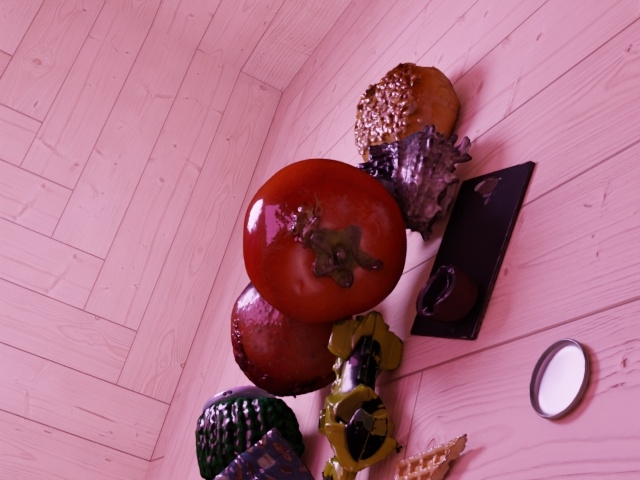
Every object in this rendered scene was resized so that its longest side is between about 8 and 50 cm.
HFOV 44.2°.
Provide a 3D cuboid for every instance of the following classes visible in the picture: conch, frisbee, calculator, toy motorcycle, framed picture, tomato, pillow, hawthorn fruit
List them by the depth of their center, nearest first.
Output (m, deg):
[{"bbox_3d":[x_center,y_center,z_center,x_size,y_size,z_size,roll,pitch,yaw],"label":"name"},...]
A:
[{"bbox_3d":[0.309,0.179,1.019,0.110,0.014,0.110,-55,19,29],"label":"frisbee"},{"bbox_3d":[0.264,0.022,1.409,0.324,0.013,0.244,-68,16,-11],"label":"framed picture"},{"bbox_3d":[0.065,0.290,1.426,0.206,0.142,0.342,-45,27,50],"label":"toy motorcycle"},{"bbox_3d":[0.000,0.000,1.520,0.321,0.321,0.321,-57,18,29],"label":"tomato"},{"bbox_3d":[-0.112,0.509,1.573,0.255,0.189,0.034,-45,-16,27],"label":"pillow"},{"bbox_3d":[0.191,-0.101,1.591,0.313,0.186,0.240,-27,56,49],"label":"conch"},{"bbox_3d":[-0.061,0.185,1.744,0.316,0.316,0.316,-57,18,29],"label":"hawthorn fruit"},{"bbox_3d":[-0.188,0.431,1.934,0.299,0.185,0.041,74,178,-56],"label":"calculator"}]

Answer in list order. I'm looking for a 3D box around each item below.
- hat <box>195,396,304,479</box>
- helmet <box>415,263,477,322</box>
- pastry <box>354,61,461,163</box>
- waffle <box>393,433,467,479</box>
[{"bbox_3d":[-0.149,0.522,1.731,0.274,0.242,0.332,92,172,-69],"label":"hat"},{"bbox_3d":[0.215,0.095,1.308,0.098,0.070,0.123,-64,7,-18],"label":"helmet"},{"bbox_3d":[0.180,-0.278,1.813,0.284,0.184,0.316,-63,16,13],"label":"pastry"},{"bbox_3d":[0.162,0.370,1.182,0.191,0.032,0.125,-46,23,55],"label":"waffle"}]
